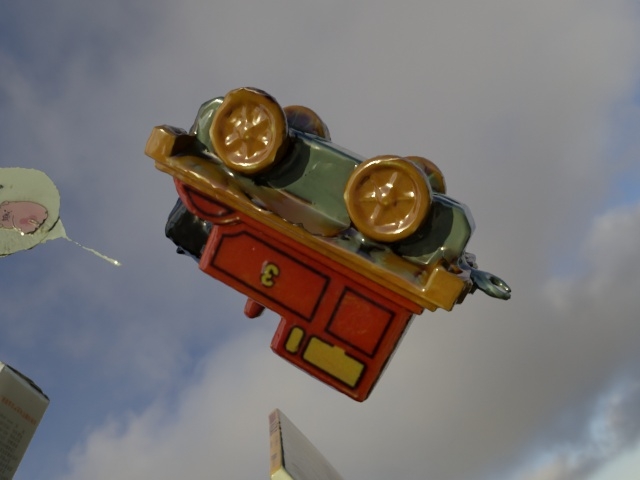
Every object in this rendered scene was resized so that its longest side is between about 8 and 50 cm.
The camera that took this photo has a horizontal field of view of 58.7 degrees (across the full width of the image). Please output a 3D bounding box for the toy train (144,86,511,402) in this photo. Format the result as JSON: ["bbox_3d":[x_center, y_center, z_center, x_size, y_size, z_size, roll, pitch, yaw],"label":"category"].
[{"bbox_3d":[0.000,0.000,0.568,0.232,0.369,0.163,-66,-14,12],"label":"toy train"}]

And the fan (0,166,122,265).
[{"bbox_3d":[-0.469,-0.023,0.960,0.010,0.310,0.182,99,-164,-66],"label":"fan"}]

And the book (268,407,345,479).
[{"bbox_3d":[0.009,0.167,0.364,0.012,0.118,0.172,-43,-1,-8],"label":"book"}]

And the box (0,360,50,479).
[{"bbox_3d":[-0.450,0.268,0.579,0.200,0.300,0.106,3,-37,12],"label":"box"}]
